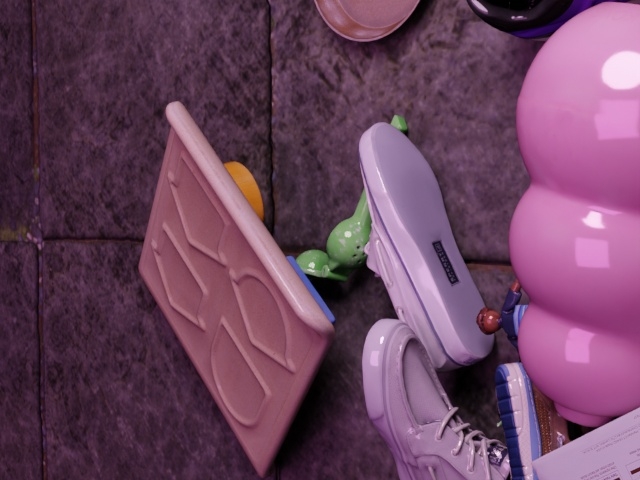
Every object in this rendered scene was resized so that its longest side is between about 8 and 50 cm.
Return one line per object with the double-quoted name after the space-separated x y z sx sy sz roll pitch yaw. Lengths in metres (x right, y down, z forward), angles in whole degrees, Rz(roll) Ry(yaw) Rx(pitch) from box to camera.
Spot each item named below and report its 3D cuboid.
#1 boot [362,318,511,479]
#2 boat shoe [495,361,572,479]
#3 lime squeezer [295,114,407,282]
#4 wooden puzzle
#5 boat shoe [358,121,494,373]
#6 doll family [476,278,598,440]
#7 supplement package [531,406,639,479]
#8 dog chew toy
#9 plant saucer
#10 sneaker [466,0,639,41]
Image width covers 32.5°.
0.131 0.187 1.039 0.123 0.095 0.258 0 122 36 "boot"
0.197 0.192 0.932 0.066 0.066 0.183 115 147 -82 "boat shoe"
0.000 0.000 1.204 0.310 0.059 0.110 -43 65 37 "lime squeezer"
-0.092 0.058 1.238 0.322 0.081 0.348 55 150 26 "wooden puzzle"
0.083 0.011 1.098 0.084 0.095 0.258 -29 74 39 "boat shoe"
0.205 0.128 1.013 0.111 0.076 0.193 -4 86 48 "doll family"
0.308 0.216 0.833 0.149 0.194 0.203 -39 68 39 "supplement package"
0.243 -0.013 0.868 0.207 0.207 0.331 19 105 41 "dog chew toy"
0.057 -0.292 1.147 0.168 0.029 0.168 5 97 43 "plant saucer"
0.241 -0.245 0.895 0.293 0.146 0.102 -27 75 41 "sneaker"
